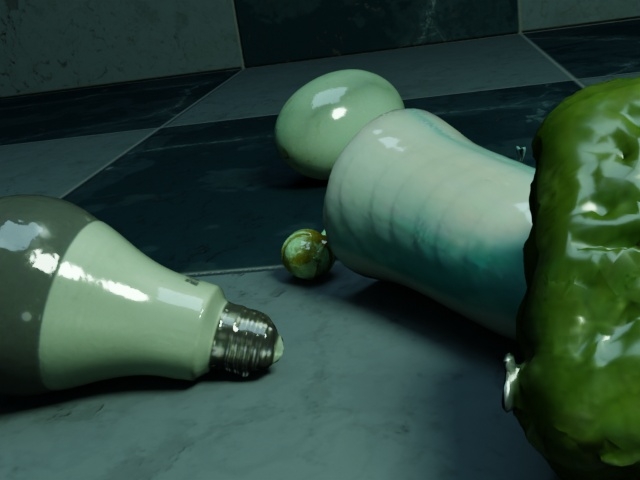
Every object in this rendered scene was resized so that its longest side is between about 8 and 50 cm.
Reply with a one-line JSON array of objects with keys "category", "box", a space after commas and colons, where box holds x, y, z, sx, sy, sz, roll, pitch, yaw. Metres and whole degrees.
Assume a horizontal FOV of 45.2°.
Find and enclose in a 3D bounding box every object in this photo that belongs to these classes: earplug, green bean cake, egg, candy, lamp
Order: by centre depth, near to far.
[{"category": "green bean cake", "box": [0.243, 0.025, 0.436, 0.246, 0.156, 0.250, 0, 65, 24]}, {"category": "earplug", "box": [0.165, 0.006, 0.686, 0.184, 0.185, 0.324, -19, 30, -28]}, {"category": "lamp", "box": [-0.197, 0.058, 0.707, 0.313, 0.182, 0.182, 9, 17, -13]}, {"category": "candy", "box": [0.000, 0.000, 0.929, 0.061, 0.061, 0.202, -4, 12, 12]}, {"category": "egg", "box": [0.032, -0.183, 1.224, 0.230, 0.168, 0.168, -23, 24, -29]}]

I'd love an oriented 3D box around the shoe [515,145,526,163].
[{"category": "shoe", "box": [0.148, -0.050, 0.910, 0.207, 0.106, 0.091, -15, 18, -1]}]
